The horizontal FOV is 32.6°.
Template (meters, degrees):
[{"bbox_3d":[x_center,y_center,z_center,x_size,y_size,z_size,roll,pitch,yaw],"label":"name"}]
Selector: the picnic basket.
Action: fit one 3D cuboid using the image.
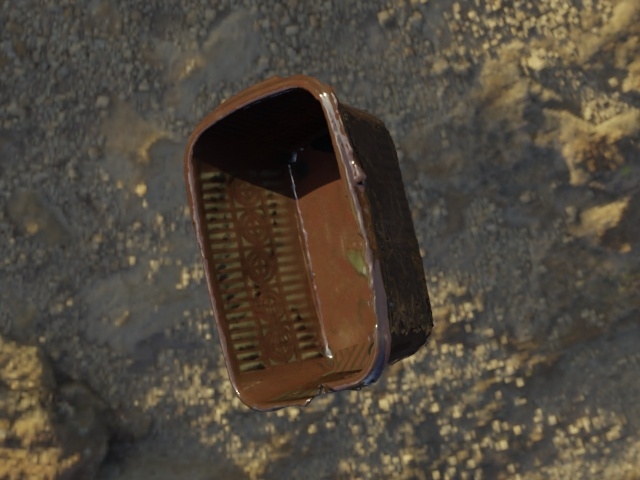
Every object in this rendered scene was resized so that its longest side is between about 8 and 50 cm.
[{"bbox_3d":[0.000,0.000,1.029,0.222,0.297,0.129,-20,169,42],"label":"picnic basket"}]
